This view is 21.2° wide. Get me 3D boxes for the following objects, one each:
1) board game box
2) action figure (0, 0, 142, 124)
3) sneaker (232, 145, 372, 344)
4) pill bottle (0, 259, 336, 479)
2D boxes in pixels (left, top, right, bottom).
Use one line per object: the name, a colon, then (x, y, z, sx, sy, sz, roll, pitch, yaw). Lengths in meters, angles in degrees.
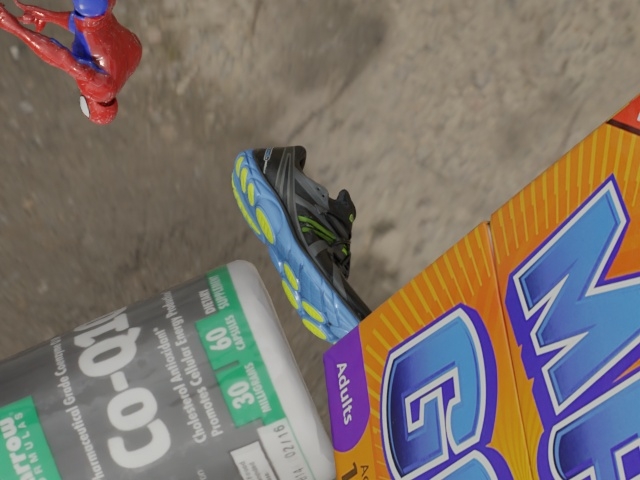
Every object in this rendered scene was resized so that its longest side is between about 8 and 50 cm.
board game box: (0.258, 0.173, 0.966, 0.356, 0.356, 0.356, 14, 53, -31)
action figure: (-0.209, -0.211, 1.339, 0.139, 0.280, 0.091, 13, 43, 15)
sneaker: (0.000, 0.000, 1.279, 0.078, 0.067, 0.188, -19, 61, -18)
pill bottle: (-0.184, 0.173, 1.413, 0.361, 0.204, 0.204, -24, 83, -2)
